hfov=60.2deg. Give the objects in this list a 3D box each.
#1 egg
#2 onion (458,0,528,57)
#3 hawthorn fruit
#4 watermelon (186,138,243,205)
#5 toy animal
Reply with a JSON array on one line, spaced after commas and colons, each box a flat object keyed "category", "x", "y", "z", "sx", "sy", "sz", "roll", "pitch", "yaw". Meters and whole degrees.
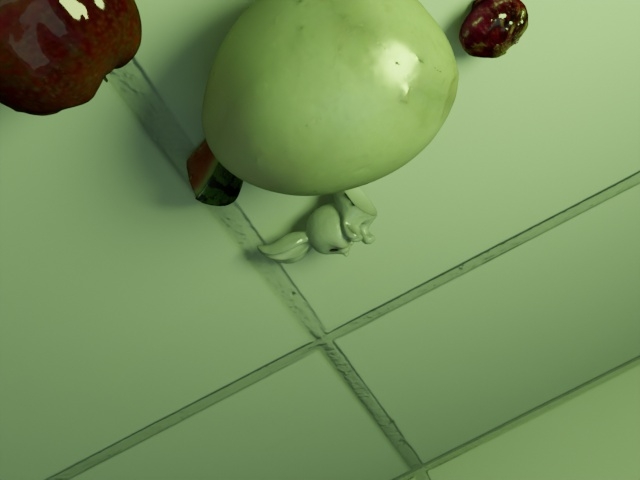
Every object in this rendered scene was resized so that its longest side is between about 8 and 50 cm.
[{"category": "egg", "x": 0.002, "y": -0.199, "z": 0.738, "sx": 0.345, "sy": 0.283, "sz": 0.283, "roll": -29, "pitch": 136, "yaw": 12}, {"category": "onion", "x": 0.267, "y": -0.337, "z": 0.862, "sx": 0.107, "sy": 0.097, "sz": 0.107, "roll": -23, "pitch": 165, "yaw": -6}, {"category": "hawthorn fruit", "x": -0.327, "y": -0.260, "z": 0.590, "sx": 0.208, "sy": 0.208, "sz": 0.248, "roll": -35, "pitch": 143, "yaw": 10}, {"category": "watermelon", "x": -0.176, "y": -0.113, "z": 0.879, "sx": 0.094, "sy": 0.135, "sz": 0.125, "roll": 16, "pitch": 135, "yaw": 11}, {"category": "toy animal", "x": 0.001, "y": -0.001, "z": 1.031, "sx": 0.221, "sy": 0.131, "sz": 0.104, "roll": -41, "pitch": 175, "yaw": 17}]
